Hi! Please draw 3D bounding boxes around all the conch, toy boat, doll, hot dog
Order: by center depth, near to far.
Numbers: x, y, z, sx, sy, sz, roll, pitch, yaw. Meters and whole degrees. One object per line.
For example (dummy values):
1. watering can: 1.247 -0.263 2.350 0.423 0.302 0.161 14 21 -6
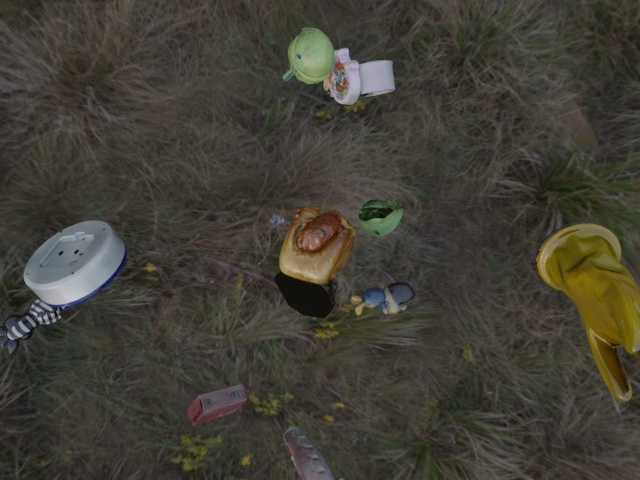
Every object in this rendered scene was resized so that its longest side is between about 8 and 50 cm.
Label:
1. hot dog: 0.000 0.000 1.133 0.151 0.257 0.153 17 102 11
2. toy boat: -0.010 0.549 1.177 0.085 0.227 0.155 -22 118 -17
3. doll: 0.175 0.162 1.323 0.180 0.102 0.088 -12 123 -3
4. doll: -0.823 0.224 1.398 0.219 0.067 0.091 -40 113 -23
5. conch: 0.202 -0.090 1.646 0.144 0.250 0.137 21 82 5

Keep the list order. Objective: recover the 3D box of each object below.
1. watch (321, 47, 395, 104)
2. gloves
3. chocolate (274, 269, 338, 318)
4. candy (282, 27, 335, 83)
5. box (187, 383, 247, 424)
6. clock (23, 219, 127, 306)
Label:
1. watch: 0.143 -0.604 1.790 0.232 0.244 0.195 -16 104 -25
2. gloves: 0.365 0.099 0.605 0.133 0.294 0.116 38 119 -16
3. chocolate: -0.012 0.118 1.631 0.177 0.207 0.224 -56 134 -37
4. candy: -0.047 -0.364 1.021 0.093 0.335 0.092 32 91 -19
5. box: -0.310 0.492 1.466 0.156 0.111 0.060 -4 57 -41
6. clock: -0.601 0.050 1.201 0.231 0.230 0.083 -25 131 -8
